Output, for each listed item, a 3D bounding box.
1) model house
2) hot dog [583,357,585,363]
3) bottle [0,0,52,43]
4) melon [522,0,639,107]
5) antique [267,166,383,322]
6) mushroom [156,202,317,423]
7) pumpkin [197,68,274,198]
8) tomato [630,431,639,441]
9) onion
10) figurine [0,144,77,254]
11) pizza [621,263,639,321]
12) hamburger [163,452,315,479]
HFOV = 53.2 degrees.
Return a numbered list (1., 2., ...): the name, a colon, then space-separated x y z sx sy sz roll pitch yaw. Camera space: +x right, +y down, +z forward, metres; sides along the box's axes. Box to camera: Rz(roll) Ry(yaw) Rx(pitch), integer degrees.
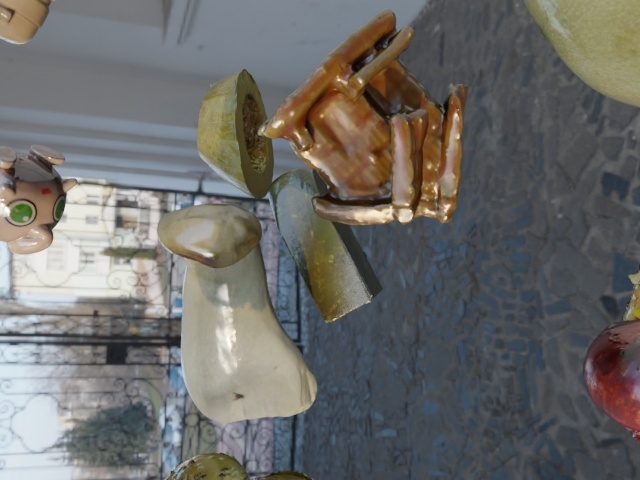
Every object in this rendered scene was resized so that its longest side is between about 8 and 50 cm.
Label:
1. model house: 0.078 -0.112 0.712 0.219 0.229 0.199 -44 11 9
2. hot dog: 0.507 0.243 1.150 0.049 0.037 0.122 38 165 52
3. bottle: -0.295 -0.307 0.658 0.209 0.097 0.110 -61 26 1
4. melon: 0.244 -0.192 0.295 0.272 0.308 0.271 -24 -90 -84
5. antique: 0.000 0.000 0.927 0.220 0.081 0.080 61 -164 2
6. mushroom: -0.096 0.091 0.752 0.122 0.159 0.328 47 150 47
7. pumpkin: -0.151 -0.177 1.073 0.217 0.110 0.217 1 -90 -76
8. tomato: 0.640 0.328 1.132 0.139 0.159 0.091 16 91 66
9. onion: 0.338 0.142 0.658 0.131 0.131 0.131 -177 90 -72
10. figurine: -0.384 -0.051 0.813 0.125 0.125 0.137 -123 50 -61
11. pizza: 0.748 0.026 1.241 0.130 0.440 0.405 -23 -87 -78
12. hamburger: -0.058 0.229 0.416 0.177 0.113 0.185 -55 26 14
